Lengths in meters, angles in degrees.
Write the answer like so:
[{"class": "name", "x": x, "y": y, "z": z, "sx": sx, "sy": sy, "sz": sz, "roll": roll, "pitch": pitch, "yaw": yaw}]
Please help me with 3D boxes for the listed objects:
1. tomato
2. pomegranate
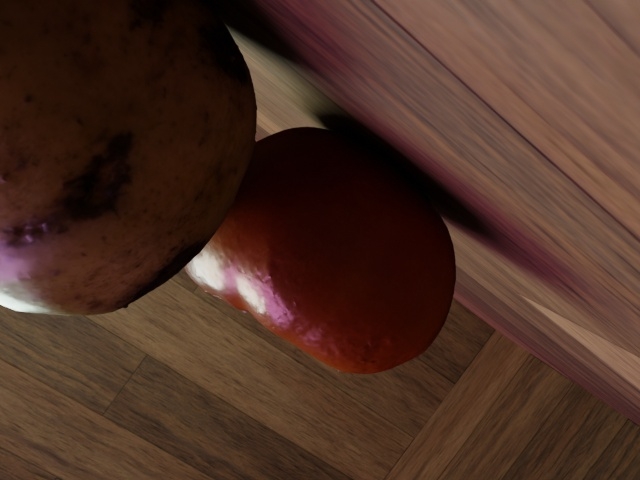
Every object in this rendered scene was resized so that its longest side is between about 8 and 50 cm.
[{"class": "tomato", "x": 0.004, "y": 0.002, "z": 0.633, "sx": 0.259, "sy": 0.180, "sz": 0.260, "roll": 36, "pitch": -176, "yaw": -3}, {"class": "pomegranate", "x": -0.182, "y": -0.086, "z": 0.474, "sx": 0.281, "sy": 0.281, "sz": 0.281, "roll": 36, "pitch": -179, "yaw": -1}]
